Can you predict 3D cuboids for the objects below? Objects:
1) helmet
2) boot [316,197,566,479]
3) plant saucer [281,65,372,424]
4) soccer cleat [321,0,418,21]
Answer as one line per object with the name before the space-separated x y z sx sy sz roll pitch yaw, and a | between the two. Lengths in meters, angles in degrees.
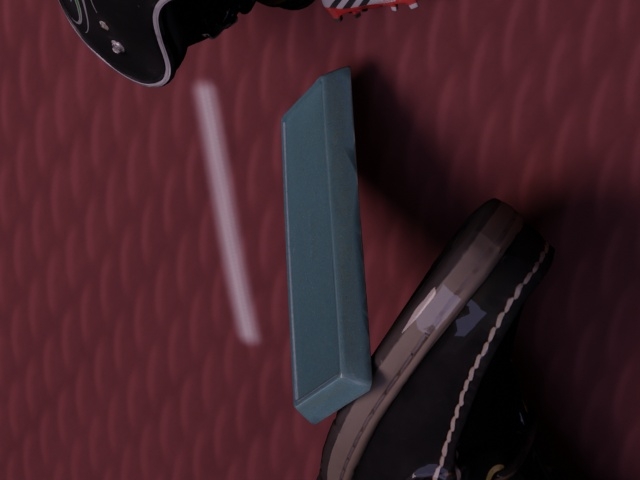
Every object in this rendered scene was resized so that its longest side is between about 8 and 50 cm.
helmet | -0.062 -0.174 0.756 0.169 0.169 0.161 38 145 4
boot | 0.138 0.174 0.859 0.284 0.138 0.377 29 130 12
plant saucer | 0.000 0.000 0.819 0.018 0.192 0.067 9 153 -26
soccer cleat | 0.034 -0.143 0.807 0.083 0.029 0.035 -7 117 35
